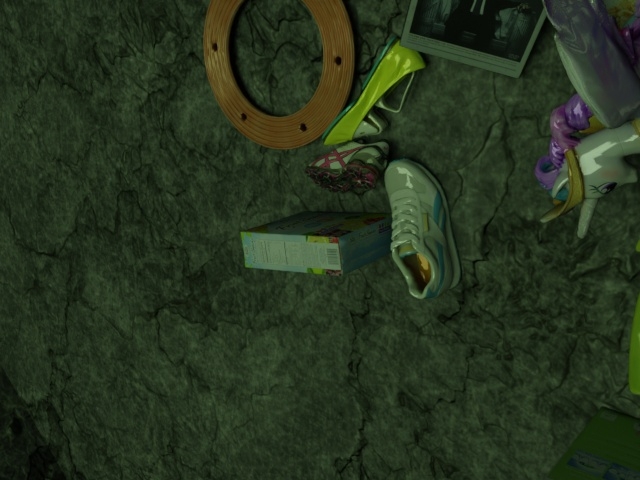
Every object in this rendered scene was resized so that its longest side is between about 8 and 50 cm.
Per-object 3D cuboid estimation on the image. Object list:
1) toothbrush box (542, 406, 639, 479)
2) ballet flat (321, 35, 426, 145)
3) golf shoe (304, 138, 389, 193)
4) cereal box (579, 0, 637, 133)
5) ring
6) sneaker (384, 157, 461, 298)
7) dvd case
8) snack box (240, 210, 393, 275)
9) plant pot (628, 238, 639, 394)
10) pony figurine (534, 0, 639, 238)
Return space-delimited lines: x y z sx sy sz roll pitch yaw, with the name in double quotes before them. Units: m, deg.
"toothbrush box" 0.380 0.391 1.039 0.122 0.283 0.206 15 114 33
"ballet flat" 0.086 -0.217 1.209 0.077 0.077 0.231 41 125 3
"golf shoe" 0.048 -0.127 1.279 0.067 0.086 0.186 43 157 -30
"cereal box" 0.406 -0.250 0.937 0.173 0.047 0.240 8 120 37
"ring" -0.075 -0.327 1.323 0.337 0.032 0.336 13 112 35
"sneaker" 0.153 -0.020 1.205 0.087 0.092 0.228 -19 92 42
"dvd case" 0.213 -0.328 0.988 0.179 0.029 0.238 17 146 4
"snack box" 0.000 0.000 1.277 0.207 0.174 0.070 2 104 37
"plant pot" 0.496 0.061 0.884 0.227 0.228 0.207 -2 98 39
"pony figurine" 0.364 -0.190 0.810 0.363 0.303 0.351 -20 114 24
